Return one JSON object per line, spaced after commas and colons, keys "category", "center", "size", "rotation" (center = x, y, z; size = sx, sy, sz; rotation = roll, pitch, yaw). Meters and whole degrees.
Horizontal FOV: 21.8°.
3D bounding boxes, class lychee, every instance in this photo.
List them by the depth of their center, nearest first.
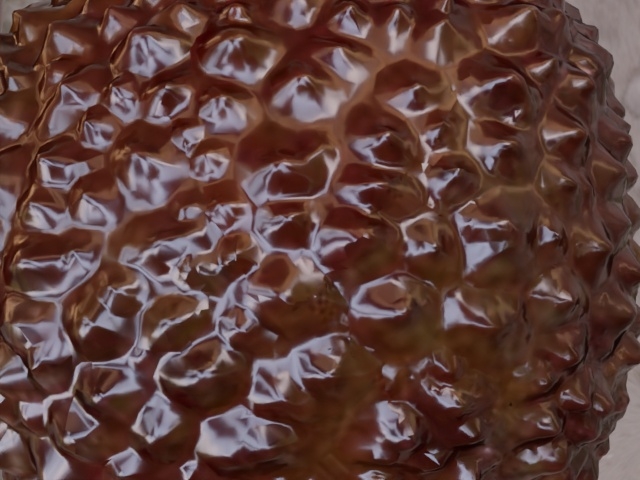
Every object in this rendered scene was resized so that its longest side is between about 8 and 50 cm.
{"category": "lychee", "center": [0.000, 0.000, 0.598], "size": [0.300, 0.264, 0.264], "rotation": [-7, 80, -32]}

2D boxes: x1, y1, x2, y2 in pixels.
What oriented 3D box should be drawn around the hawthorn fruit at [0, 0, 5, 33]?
{"category": "hawthorn fruit", "center": [-0.301, -0.109, 0.816], "size": [0.308, 0.325, 0.308], "rotation": [-1, 46, 1]}
